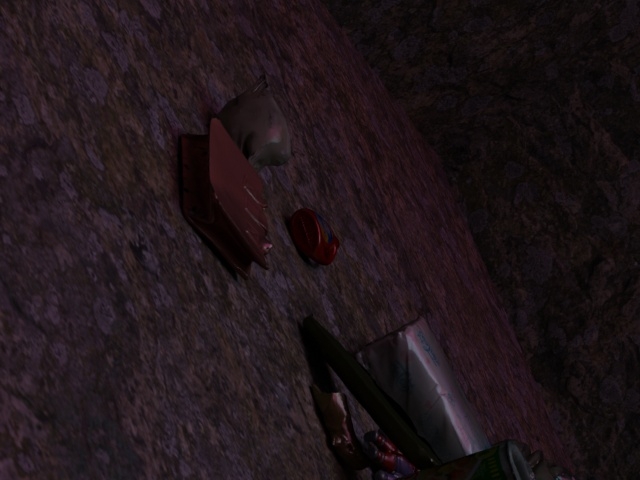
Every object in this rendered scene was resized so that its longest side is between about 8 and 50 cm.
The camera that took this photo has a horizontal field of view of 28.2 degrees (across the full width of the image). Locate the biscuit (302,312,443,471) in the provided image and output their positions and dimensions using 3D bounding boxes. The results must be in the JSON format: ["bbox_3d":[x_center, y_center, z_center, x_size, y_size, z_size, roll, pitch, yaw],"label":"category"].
[{"bbox_3d":[0.072,0.221,1.811,0.099,0.038,0.322,43,4,-47],"label":"biscuit"}]

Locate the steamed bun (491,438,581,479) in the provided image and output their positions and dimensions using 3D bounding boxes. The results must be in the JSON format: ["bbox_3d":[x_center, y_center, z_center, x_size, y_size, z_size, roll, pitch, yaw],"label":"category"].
[{"bbox_3d":[0.374,0.470,2.283,0.268,0.207,0.280,50,15,-39],"label":"steamed bun"}]

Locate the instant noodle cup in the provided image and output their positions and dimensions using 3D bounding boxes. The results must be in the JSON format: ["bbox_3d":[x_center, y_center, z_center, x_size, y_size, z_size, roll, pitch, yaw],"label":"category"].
[{"bbox_3d":[0.174,0.373,1.647,0.207,0.232,0.207,57,14,-23],"label":"instant noodle cup"}]

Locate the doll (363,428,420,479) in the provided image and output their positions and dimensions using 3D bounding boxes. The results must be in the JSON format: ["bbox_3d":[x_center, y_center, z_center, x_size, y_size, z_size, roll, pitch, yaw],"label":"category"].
[{"bbox_3d":[0.145,0.359,1.916,0.227,0.075,0.102,41,37,-33],"label":"doll"}]

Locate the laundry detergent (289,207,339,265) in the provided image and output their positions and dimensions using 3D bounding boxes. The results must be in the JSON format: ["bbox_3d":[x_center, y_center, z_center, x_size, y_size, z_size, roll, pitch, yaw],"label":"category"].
[{"bbox_3d":[0.000,0.000,2.162,0.165,0.049,0.097,28,43,-69],"label":"laundry detergent"}]

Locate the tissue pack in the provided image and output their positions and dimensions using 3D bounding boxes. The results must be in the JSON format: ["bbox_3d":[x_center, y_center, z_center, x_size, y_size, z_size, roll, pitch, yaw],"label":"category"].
[{"bbox_3d":[0.174,0.273,2.110,0.271,0.124,0.201,62,9,3],"label":"tissue pack"}]

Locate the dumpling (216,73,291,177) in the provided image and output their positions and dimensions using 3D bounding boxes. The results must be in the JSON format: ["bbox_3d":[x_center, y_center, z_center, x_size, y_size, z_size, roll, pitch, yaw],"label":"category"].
[{"bbox_3d":[-0.099,-0.160,1.989,0.136,0.118,0.199,68,30,-59],"label":"dumpling"}]

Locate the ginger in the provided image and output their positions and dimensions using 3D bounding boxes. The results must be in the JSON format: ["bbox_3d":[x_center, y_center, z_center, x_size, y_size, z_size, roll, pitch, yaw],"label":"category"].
[{"bbox_3d":[0.027,0.253,1.763,0.057,0.044,0.137,79,-10,-70],"label":"ginger"}]

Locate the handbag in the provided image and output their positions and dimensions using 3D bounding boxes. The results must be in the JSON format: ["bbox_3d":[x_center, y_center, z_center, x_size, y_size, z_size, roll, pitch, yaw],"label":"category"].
[{"bbox_3d":[-0.130,-0.058,1.762,0.157,0.059,0.212,52,18,-33],"label":"handbag"}]
